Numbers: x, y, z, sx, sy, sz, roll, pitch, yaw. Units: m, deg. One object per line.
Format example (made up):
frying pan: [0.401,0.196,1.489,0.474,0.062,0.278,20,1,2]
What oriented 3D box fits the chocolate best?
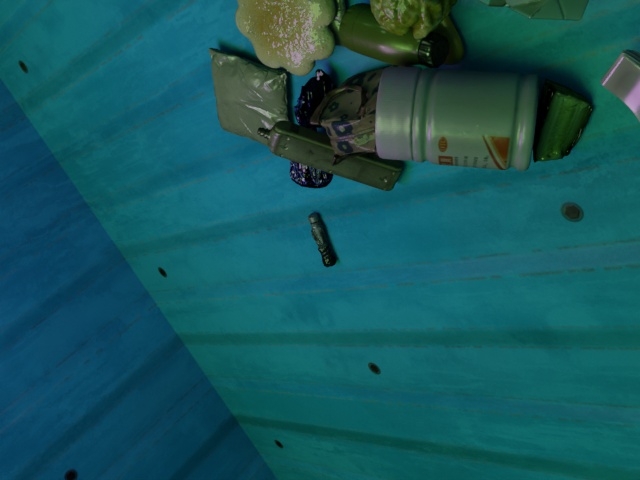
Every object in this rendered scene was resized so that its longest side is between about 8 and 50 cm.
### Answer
chocolate: [-0.022,-0.307,2.011,0.148,0.126,0.343,-108,16,-46]

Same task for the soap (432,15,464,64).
soap: [0.256,-0.459,1.628,0.089,0.033,0.168,-2,123,47]

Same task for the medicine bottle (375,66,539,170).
medicine bottle: [0.284,-0.256,1.565,0.316,0.202,0.202,7,133,14]

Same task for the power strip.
power strip: [0.022,-0.225,1.949,0.388,0.066,0.092,18,134,-7]

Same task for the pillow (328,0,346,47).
pillow: [-0.025,-0.547,1.830,0.230,0.050,0.148,16,139,33]

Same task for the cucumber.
cucumber: [0.484,-0.252,1.541,0.085,0.115,0.193,-122,22,-44]

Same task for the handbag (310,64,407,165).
handbag: [0.116,-0.294,1.800,0.251,0.193,0.190,-3,126,49]

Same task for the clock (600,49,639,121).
clock: [0.612,-0.212,1.287,0.290,0.275,0.080,41,149,15]

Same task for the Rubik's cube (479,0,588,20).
Rubik's cube: [0.368,-0.513,1.308,0.213,0.265,0.224,49,135,44]

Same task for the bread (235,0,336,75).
bread: [-0.093,-0.545,1.820,0.316,0.054,0.316,23,132,29]

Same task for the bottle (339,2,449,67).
bottle: [0.163,-0.443,1.644,0.260,0.112,0.112,30,143,38]

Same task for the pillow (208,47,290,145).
pillow: [-0.201,-0.393,2.145,0.274,0.076,0.280,25,140,26]

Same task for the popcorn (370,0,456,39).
popcorn: [0.183,-0.504,1.500,0.186,0.187,0.167,9,164,8]

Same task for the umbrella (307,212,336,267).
umbrella: [0.000,0.000,2.343,0.050,0.046,0.188,11,132,46]
